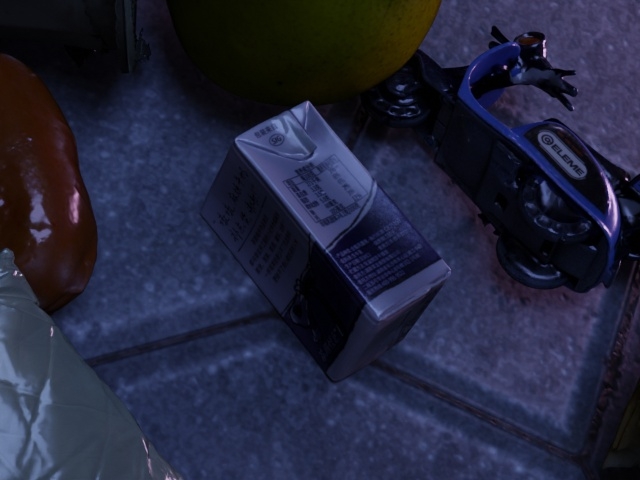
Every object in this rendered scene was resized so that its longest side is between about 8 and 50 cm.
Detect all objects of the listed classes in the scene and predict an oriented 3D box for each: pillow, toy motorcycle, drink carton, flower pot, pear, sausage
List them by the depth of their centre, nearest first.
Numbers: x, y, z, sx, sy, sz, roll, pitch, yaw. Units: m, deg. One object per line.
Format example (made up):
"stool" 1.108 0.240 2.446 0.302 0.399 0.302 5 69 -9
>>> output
"pillow" -0.278 0.193 1.462 0.281 0.076 0.274 -41 96 -31
"sausage" -0.276 -0.056 1.601 0.133 0.133 0.258 -9 63 -25
"flower pot" -0.288 -0.296 1.665 0.259 0.290 0.290 1 59 -3
"drink carton" -0.001 0.000 1.670 0.102 0.134 0.222 -32 74 -30
"pear" -0.013 -0.267 1.737 0.294 0.294 0.294 9 57 -15
"toy motorcycle" 0.211 -0.096 1.811 0.213 0.125 0.358 -34 68 -31

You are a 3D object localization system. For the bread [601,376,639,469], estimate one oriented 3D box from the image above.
"bread" 0.402 0.180 1.610 0.314 0.191 0.370 18 81 33

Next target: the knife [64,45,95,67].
"knife" -0.261 -0.273 1.811 0.060 0.028 0.230 -8 67 -18
